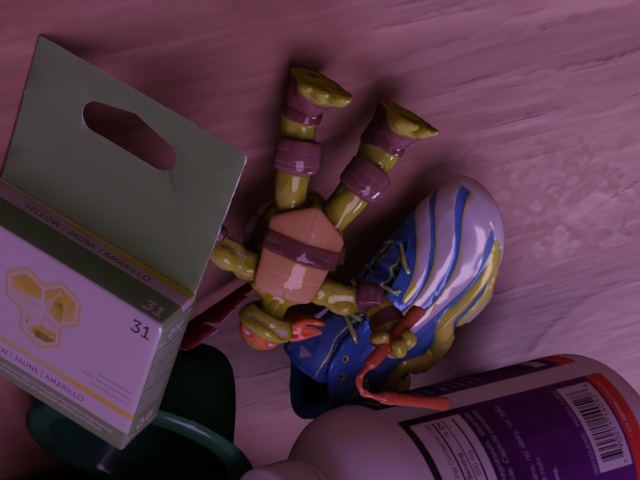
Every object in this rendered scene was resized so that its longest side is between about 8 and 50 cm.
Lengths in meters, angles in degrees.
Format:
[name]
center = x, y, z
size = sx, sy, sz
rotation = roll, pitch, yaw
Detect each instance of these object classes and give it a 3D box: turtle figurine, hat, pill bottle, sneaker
[turtle figurine]
center = 0.000, 0.000, 1.085
size = 0.270, 0.087, 0.217
rotation = 23, 104, -6
[hat]
center = -0.108, 0.089, 1.202
size = 0.209, 0.183, 0.173
rotation = 4, 149, 19
[pill bottle]
center = 0.099, 0.200, 1.166
size = 0.323, 0.181, 0.181
rotation = -10, 134, -33
[sneaker]
center = 0.049, 0.059, 1.155
size = 0.126, 0.091, 0.240
rotation = -18, 142, -46

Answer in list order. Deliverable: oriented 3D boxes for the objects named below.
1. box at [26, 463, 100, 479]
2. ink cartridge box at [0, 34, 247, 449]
[box]
center = -0.327, 0.384, 1.299
size = 0.395, 0.097, 0.318
rotation = -23, 135, -10
[ink cartridge box]
center = -0.161, 0.006, 1.018
size = 0.171, 0.056, 0.235
rotation = 30, 126, 12
